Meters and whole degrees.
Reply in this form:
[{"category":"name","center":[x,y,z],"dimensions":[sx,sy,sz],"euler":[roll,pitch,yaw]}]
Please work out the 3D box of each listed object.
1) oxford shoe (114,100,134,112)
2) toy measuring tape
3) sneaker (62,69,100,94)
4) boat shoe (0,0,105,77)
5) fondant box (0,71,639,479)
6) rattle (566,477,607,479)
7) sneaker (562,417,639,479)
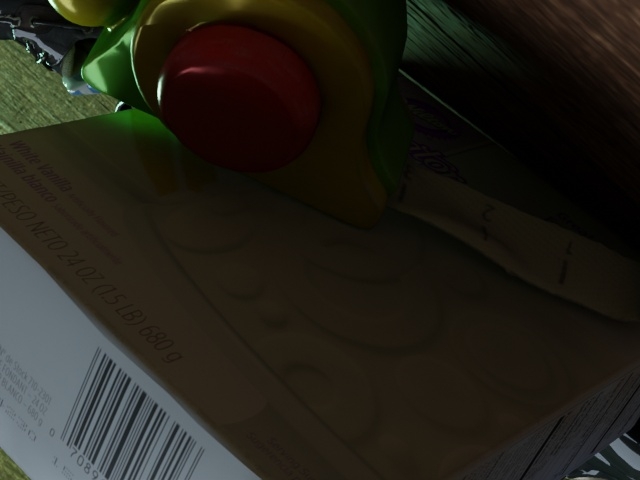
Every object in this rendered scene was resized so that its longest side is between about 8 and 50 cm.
[{"category":"oxford shoe","center":[-0.137,-0.140,1.286],"dimensions":[0.130,0.133,0.363],"euler":[41,-179,-15]},{"category":"toy measuring tape","center":[0.035,-0.062,0.625],"dimensions":[0.330,0.121,0.121],"euler":[25,179,-5]},{"category":"sneaker","center":[-0.239,-0.235,1.368],"dimensions":[0.085,0.086,0.237],"euler":[45,159,43]},{"category":"boat shoe","center":[-0.194,-0.162,1.103],"dimensions":[0.223,0.073,0.080],"euler":[-2,176,3]},{"category":"fondant box","center":[0.003,0.033,0.674],"dimensions":[0.238,0.096,0.330],"euler":[40,-148,23]},{"category":"rattle","center":[0.268,0.135,1.174],"dimensions":[0.130,0.143,0.199],"euler":[-1,-168,-42]},{"category":"sneaker","center":[0.203,0.121,1.061],"dimensions":[0.286,0.109,0.130],"euler":[18,141,41]}]
